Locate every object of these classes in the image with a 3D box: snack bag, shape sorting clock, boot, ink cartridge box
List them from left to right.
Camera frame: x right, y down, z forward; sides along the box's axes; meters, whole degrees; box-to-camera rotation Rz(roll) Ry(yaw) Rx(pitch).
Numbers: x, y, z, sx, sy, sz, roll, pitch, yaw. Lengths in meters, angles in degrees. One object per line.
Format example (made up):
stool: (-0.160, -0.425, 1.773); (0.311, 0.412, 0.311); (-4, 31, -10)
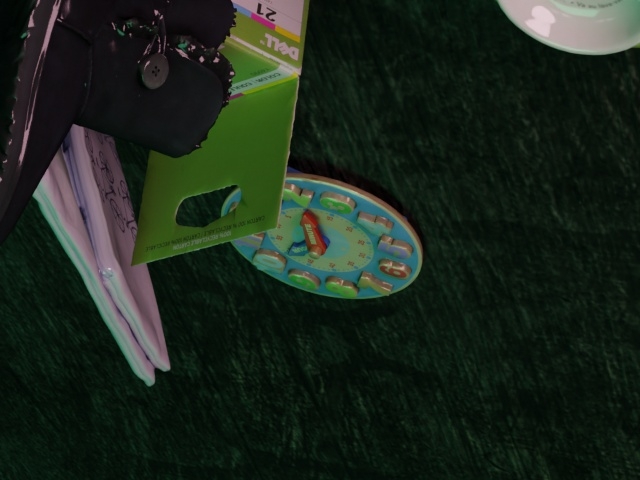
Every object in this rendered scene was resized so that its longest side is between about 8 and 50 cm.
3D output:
snack bag: (-0.209, -0.089, 1.505); (0.037, 0.323, 0.342); (-17, 146, 2)
boot: (-0.162, -0.084, 1.255); (0.094, 0.246, 0.207); (15, 178, 42)
ink cartridge box: (-0.110, -0.126, 1.425); (0.189, 0.255, 0.097); (-14, 152, 43)
shape sorting clock: (0.000, 0.000, 1.763); (0.206, 0.040, 0.206); (16, 148, 10)

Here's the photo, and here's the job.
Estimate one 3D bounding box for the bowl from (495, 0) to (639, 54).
bowl: (0.191, -0.221, 1.211); (0.289, 0.156, 0.289); (16, 148, 10)
